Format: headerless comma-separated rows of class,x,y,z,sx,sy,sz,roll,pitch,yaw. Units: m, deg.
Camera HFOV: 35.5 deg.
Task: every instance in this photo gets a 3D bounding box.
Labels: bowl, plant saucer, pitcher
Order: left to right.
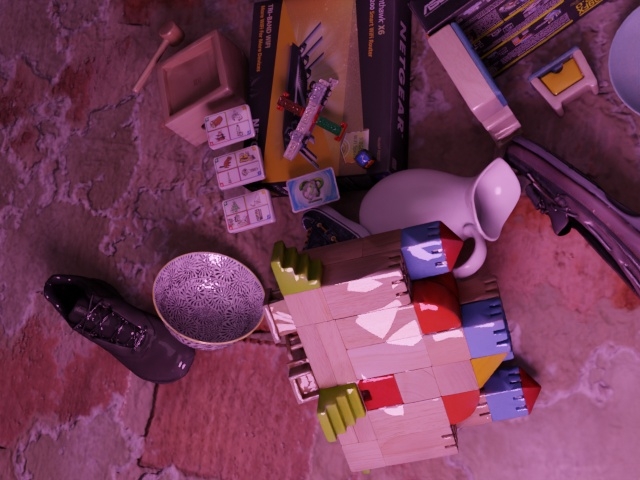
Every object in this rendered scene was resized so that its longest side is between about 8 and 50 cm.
bowl,-0.173,0.107,1.504,0.170,0.170,0.080,54,145,27
pitcher,0.149,-0.020,1.351,0.207,0.125,0.178,-7,47,41
plant saucer,0.485,-0.240,1.332,0.194,0.037,0.195,-7,72,23

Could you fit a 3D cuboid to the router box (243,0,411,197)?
router box,0.011,-0.227,1.526,0.242,0.081,0.309,-4,74,24

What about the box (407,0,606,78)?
box,0.274,-0.335,1.357,0.270,0.216,0.060,-34,65,14

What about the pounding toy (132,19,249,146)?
pounding toy,-0.212,-0.264,1.640,0.181,0.094,0.206,-27,57,22

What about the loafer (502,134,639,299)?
loafer,0.347,-0.025,1.303,0.302,0.109,0.095,40,98,25

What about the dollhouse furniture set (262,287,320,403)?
dollhouse furniture set,0.030,0.125,1.437,0.181,0.101,0.161,-18,102,5

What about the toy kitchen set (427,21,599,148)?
toy kitchen set,0.265,-0.234,1.333,0.166,0.207,0.122,-33,70,12

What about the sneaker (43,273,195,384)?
sneaker,-0.322,0.136,1.554,0.286,0.130,0.109,23,85,27

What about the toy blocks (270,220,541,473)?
toy blocks,0.124,0.130,1.246,0.260,0.382,0.191,-13,28,12

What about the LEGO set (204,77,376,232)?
LEGO set,-0.039,-0.127,1.463,0.244,0.060,0.183,-16,83,22

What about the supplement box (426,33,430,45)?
supplement box,0.205,-0.329,1.488,0.098,0.036,0.062,-20,68,20

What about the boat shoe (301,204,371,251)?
boat shoe,0.000,0.000,1.430,0.083,0.065,0.183,-32,26,-17
